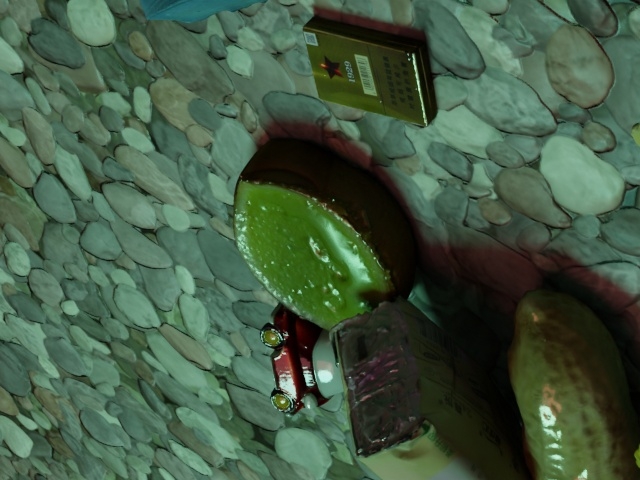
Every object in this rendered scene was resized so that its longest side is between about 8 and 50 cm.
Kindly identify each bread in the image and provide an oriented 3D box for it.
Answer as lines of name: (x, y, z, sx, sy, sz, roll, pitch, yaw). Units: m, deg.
bread: (0.000, 0.000, 1.871, 0.236, 0.070, 0.236, 27, 144, 21)

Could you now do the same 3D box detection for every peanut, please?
peanut: (0.253, 0.164, 1.748, 0.137, 0.122, 0.253, -113, 3, -58)

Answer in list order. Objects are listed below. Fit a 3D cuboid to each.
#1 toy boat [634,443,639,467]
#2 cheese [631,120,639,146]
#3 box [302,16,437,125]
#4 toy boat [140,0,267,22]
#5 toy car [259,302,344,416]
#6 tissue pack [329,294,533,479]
toy boat: (0.412, 0.256, 1.684, 0.141, 0.099, 0.318, -42, 115, 17)
cheese: (0.291, -0.106, 1.495, 0.044, 0.030, 0.083, 51, 157, 25)
box: (0.048, -0.164, 1.681, 0.133, 0.023, 0.090, 17, 137, 33)
toy boat: (-0.084, -0.274, 1.637, 0.238, 0.109, 0.098, -8, 88, 49)
toy car: (0.002, 0.130, 1.997, 0.112, 0.112, 0.139, -1, 120, 27)
tissue pack: (0.133, 0.202, 1.810, 0.123, 0.215, 0.257, -35, 125, 19)
